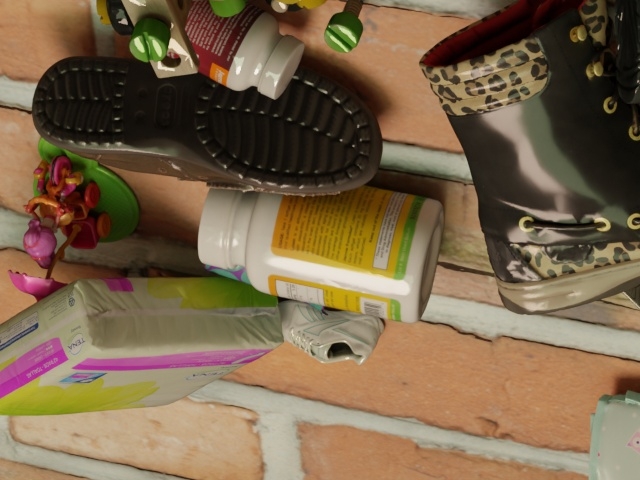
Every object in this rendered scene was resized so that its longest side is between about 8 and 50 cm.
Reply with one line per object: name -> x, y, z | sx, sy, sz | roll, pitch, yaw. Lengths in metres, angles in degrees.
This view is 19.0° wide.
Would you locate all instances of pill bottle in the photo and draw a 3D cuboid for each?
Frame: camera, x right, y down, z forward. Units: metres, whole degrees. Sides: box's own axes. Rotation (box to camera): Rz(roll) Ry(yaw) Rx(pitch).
pill bottle -> -0.097, -0.203, 1.903 | 0.152, 0.086, 0.086 | 28, 138, 7
pill bottle -> 0.000, 0.000, 2.053 | 0.246, 0.136, 0.136 | 12, 137, 10

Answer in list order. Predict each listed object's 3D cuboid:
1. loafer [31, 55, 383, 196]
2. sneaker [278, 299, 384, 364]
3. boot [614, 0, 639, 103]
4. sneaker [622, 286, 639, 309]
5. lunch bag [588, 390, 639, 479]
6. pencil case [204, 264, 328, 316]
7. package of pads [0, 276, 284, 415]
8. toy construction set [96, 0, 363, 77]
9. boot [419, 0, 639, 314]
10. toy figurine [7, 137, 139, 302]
loafer -> -0.112, -0.122, 2.003 | 0.366, 0.133, 0.130 | 11, 171, 8
sneaker -> -0.006, 0.108, 2.224 | 0.152, 0.061, 0.053 | 5, 137, 19
boot -> 0.369, -0.239, 1.695 | 0.207, 0.094, 0.246 | -4, 100, -9
sneaker -> 0.308, 0.001, 1.981 | 0.083, 0.118, 0.222 | -39, 86, 8
lunch bag -> 0.423, 0.294, 2.181 | 0.223, 0.160, 0.262 | 6, 125, 20
pencil case -> -0.052, 0.030, 2.157 | 0.152, 0.064, 0.070 | 20, 166, 2
package of pads -> -0.220, 0.121, 2.181 | 0.296, 0.101, 0.229 | 2, 157, -44
toy construction set -> -0.077, -0.280, 1.720 | 0.257, 0.237, 0.309 | 18, 137, 3
boot -> 0.299, -0.112, 1.809 | 0.377, 0.138, 0.284 | -20, 112, 15
toy figurine -> -0.294, -0.009, 2.140 | 0.130, 0.159, 0.173 | 3, 134, 18
